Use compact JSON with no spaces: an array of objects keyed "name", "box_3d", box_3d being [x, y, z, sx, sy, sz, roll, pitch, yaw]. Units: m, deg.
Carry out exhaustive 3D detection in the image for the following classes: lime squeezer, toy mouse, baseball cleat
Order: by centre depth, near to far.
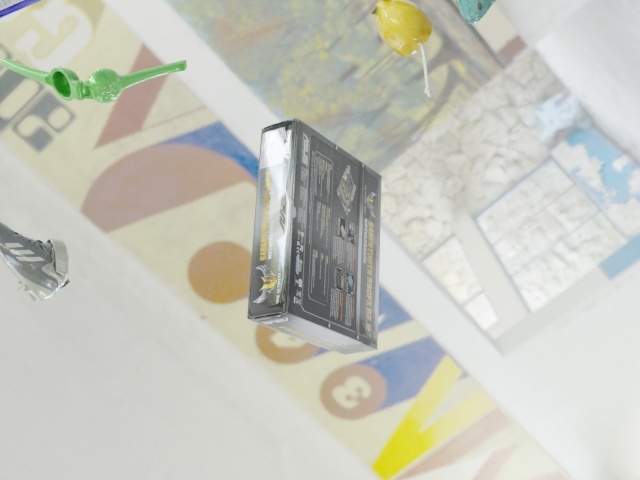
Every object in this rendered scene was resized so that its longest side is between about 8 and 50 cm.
[{"name":"toy mouse","box_3d":[0.092,-0.216,0.675,0.031,0.143,0.161,24,-151,-51]},{"name":"lime squeezer","box_3d":[-0.379,-0.268,1.395,0.059,0.310,0.110,87,-176,-54]},{"name":"baseball cleat","box_3d":[-0.505,0.009,1.485,0.072,0.109,0.206,31,153,47]}]

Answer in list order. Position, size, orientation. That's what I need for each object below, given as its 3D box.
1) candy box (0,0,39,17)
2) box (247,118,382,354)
[{"name":"candy box","box_3d":[-0.342,-0.422,1.192,0.122,0.317,0.268,65,-151,-25]},{"name":"box","box_3d":[0.000,0.000,1.005,0.183,0.056,0.231,27,-121,-50]}]
